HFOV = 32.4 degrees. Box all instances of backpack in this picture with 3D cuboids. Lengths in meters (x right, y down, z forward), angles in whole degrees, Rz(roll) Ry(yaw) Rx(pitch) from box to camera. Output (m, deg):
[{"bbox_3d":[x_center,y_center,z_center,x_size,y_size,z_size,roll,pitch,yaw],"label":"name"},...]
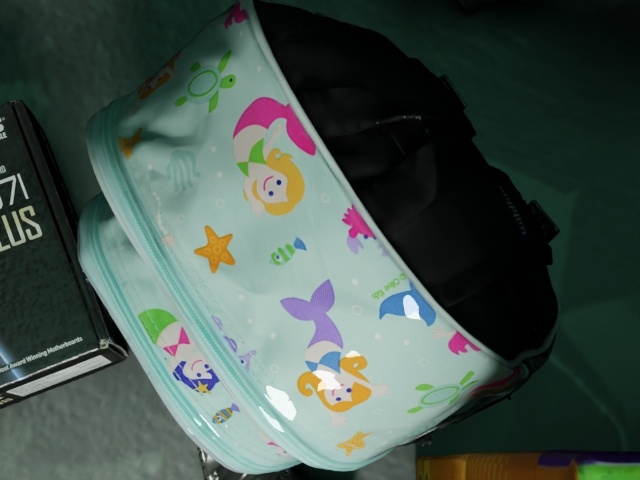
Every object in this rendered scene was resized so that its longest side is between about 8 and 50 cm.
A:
[{"bbox_3d":[0.000,0.000,0.537,0.191,0.253,0.225,-34,83,12],"label":"backpack"}]

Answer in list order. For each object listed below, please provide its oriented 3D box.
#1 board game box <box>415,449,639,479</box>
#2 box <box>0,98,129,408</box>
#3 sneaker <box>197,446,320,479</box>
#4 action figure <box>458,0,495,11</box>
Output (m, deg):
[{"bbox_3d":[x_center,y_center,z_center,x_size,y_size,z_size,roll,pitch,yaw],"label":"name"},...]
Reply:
[{"bbox_3d":[0.236,0.265,0.437,0.356,0.356,0.357,1,78,-2],"label":"board game box"},{"bbox_3d":[-0.217,0.027,0.608,0.180,0.077,0.147,-21,80,-6],"label":"box"},{"bbox_3d":[-0.017,0.144,0.609,0.089,0.051,0.170,-10,84,-4],"label":"sneaker"},{"bbox_3d":[0.184,-0.182,0.575,0.285,0.185,0.099,3,95,33],"label":"action figure"}]
